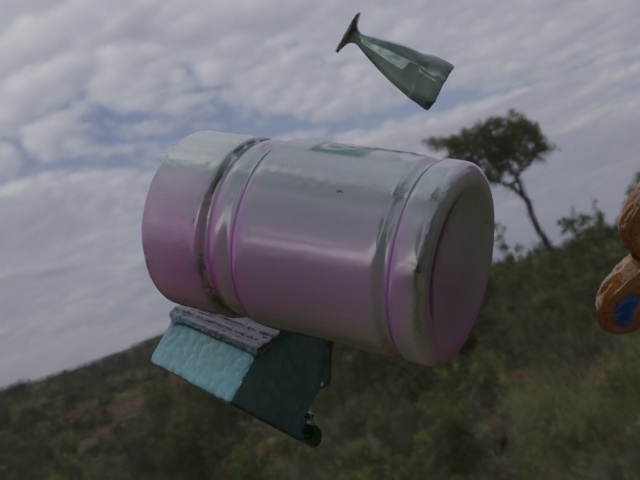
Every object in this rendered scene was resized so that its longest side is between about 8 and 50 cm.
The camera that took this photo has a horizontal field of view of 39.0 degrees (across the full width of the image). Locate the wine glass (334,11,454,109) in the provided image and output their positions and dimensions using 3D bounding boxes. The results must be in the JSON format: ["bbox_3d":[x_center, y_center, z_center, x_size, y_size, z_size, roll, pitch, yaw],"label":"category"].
[{"bbox_3d":[0.103,-0.249,1.242,0.073,0.155,0.073,-57,1,2],"label":"wine glass"}]

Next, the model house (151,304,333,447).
[{"bbox_3d":[-0.093,0.153,1.463,0.280,0.248,0.230,16,-18,47],"label":"model house"}]

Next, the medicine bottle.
[{"bbox_3d":[0.000,0.000,0.963,0.325,0.212,0.212,9,8,28],"label":"medicine bottle"}]

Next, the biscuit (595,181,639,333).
[{"bbox_3d":[0.442,-0.001,0.923,0.324,0.205,0.049,-7,32,-17],"label":"biscuit"}]
